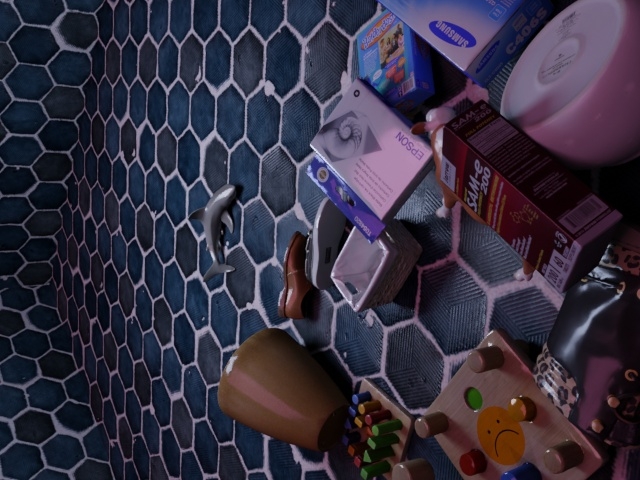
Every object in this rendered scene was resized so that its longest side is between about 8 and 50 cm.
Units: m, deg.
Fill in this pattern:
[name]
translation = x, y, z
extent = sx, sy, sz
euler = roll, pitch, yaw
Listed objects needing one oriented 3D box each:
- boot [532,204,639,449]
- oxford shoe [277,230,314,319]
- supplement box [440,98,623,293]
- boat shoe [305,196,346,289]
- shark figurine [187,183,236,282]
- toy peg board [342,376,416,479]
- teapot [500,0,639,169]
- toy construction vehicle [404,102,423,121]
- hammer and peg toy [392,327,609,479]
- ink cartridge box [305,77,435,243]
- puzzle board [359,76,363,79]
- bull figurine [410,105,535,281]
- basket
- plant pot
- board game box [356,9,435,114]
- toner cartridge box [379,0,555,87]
[boot]
translation = 0.442, 0.141, 0.861
extent = 0.377, 0.138, 0.284
euler = 41, 121, 49
[oxford shoe]
translation = -0.047, 0.084, 1.612
extent = 0.076, 0.076, 0.212
euler = 8, 98, 23
[supplement box]
translation = 0.262, -0.059, 0.884
extent = 0.239, 0.073, 0.130
euler = 49, 167, 28
[boat shoe]
translation = 0.000, 0.000, 1.515
extent = 0.070, 0.078, 0.219
euler = 30, 118, 48
[shark figurine]
translation = -0.319, -0.035, 1.923
extent = 0.166, 0.116, 0.278
euler = 24, 110, 52
[toy peg board]
translation = 0.100, 0.398, 1.407
extent = 0.160, 0.079, 0.161
euler = 35, 119, 47
[teapot]
translation = 0.378, -0.187, 0.905
extent = 0.252, 0.187, 0.256
euler = -55, 21, 16
[toy construction vehicle]
translation = 0.157, -0.265, 1.321
extent = 0.098, 0.035, 0.086
euler = -48, 44, 39
[hammer and peg toy]
translation = 0.281, 0.356, 1.116
extent = 0.266, 0.127, 0.361
euler = 54, 133, 34
[ink cartridge box]
translation = 0.080, -0.145, 1.250
extent = 0.223, 0.045, 0.224
euler = 48, 118, 26
[puzzle board]
translation = 0.063, -0.246, 1.347
extent = 0.128, 0.011, 0.096
euler = 120, 148, -53
[bull figurine]
translation = 0.256, -0.079, 1.061
extent = 0.310, 0.101, 0.188
euler = 50, 167, 34
[basket]
translation = 0.112, 0.045, 1.343
extent = 0.113, 0.103, 0.167
euler = 55, 134, 36
[plant pot]
translation = -0.061, 0.358, 1.526
extent = 0.254, 0.237, 0.237
euler = 27, 114, 37
[board game box]
translation = 0.139, -0.339, 1.292
extent = 0.160, 0.047, 0.210
euler = -28, 59, 51
[toner cartridge box]
translation = 0.211, -0.422, 1.149
extent = 0.165, 0.075, 0.348
euler = -50, 51, 17
